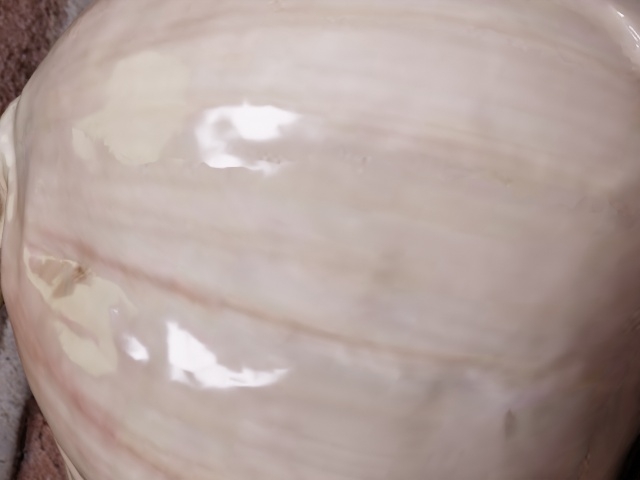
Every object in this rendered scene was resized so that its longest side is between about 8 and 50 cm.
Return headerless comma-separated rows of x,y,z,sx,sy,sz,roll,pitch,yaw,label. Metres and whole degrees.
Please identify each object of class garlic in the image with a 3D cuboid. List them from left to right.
0.016,0.005,0.532,0.322,0.241,0.322,-52,-13,-17,garlic
